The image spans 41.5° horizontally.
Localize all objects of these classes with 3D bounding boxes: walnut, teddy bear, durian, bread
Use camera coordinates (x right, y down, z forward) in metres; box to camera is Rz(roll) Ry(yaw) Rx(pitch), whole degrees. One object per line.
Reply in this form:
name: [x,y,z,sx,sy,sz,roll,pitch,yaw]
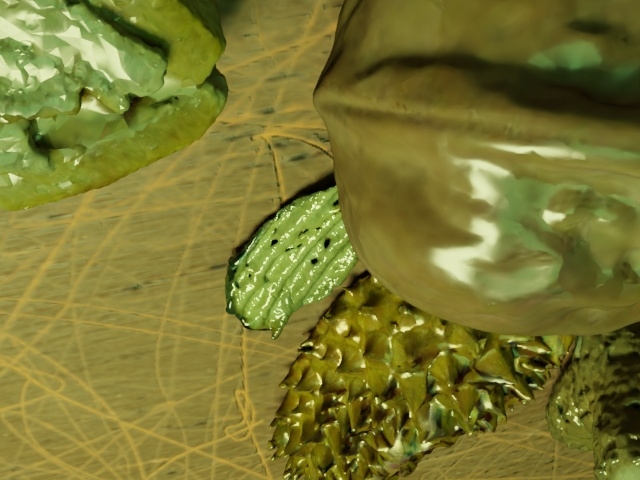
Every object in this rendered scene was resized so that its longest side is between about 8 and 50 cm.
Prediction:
walnut: [0.128,-0.072,0.487,0.273,0.227,0.273,-3,131,-3]
teddy bear: [0.344,0.130,0.742,0.256,0.267,0.156,1,88,1]
durian: [0.071,0.129,0.719,0.191,0.112,0.341,30,120,-34]
bread: [-0.175,-0.117,0.448,0.257,0.124,0.186,-2,130,-13]

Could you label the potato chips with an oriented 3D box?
potato chips: [0.000,0.001,0.648,0.092,0.028,0.207,29,120,-33]
